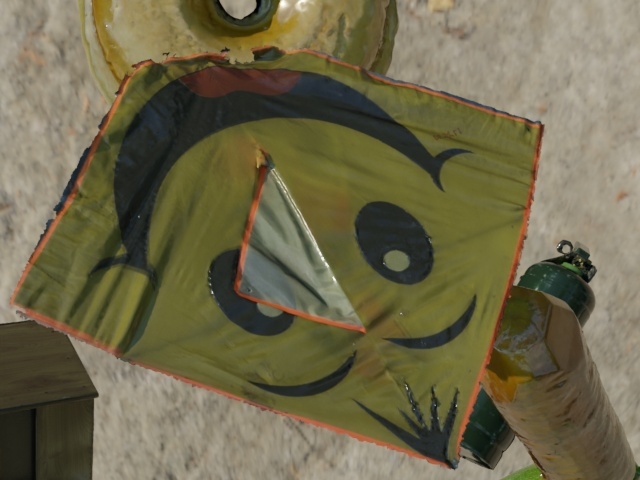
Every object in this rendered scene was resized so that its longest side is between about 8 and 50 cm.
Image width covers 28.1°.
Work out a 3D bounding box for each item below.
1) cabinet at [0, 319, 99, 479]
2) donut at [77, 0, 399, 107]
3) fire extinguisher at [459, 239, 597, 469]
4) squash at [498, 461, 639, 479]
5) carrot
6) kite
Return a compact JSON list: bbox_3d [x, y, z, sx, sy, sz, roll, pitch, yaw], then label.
[{"bbox_3d":[-0.397,0.237,1.748,0.148,0.174,0.215,-6,27,-24],"label":"cabinet"},{"bbox_3d":[-0.109,-0.317,1.745,0.449,0.198,0.449,0,90,-11],"label":"donut"},{"bbox_3d":[0.245,0.122,1.524,0.095,0.114,0.311,33,78,5],"label":"fire extinguisher"},{"bbox_3d":[0.273,0.391,1.816,0.395,0.107,0.107,-31,63,18],"label":"squash"},{"bbox_3d":[0.236,0.161,1.292,0.114,0.302,0.114,-15,46,17],"label":"carrot"},{"bbox_3d":[0.001,-0.001,0.773,0.377,0.013,0.327,-16,59,-24],"label":"kite"}]
